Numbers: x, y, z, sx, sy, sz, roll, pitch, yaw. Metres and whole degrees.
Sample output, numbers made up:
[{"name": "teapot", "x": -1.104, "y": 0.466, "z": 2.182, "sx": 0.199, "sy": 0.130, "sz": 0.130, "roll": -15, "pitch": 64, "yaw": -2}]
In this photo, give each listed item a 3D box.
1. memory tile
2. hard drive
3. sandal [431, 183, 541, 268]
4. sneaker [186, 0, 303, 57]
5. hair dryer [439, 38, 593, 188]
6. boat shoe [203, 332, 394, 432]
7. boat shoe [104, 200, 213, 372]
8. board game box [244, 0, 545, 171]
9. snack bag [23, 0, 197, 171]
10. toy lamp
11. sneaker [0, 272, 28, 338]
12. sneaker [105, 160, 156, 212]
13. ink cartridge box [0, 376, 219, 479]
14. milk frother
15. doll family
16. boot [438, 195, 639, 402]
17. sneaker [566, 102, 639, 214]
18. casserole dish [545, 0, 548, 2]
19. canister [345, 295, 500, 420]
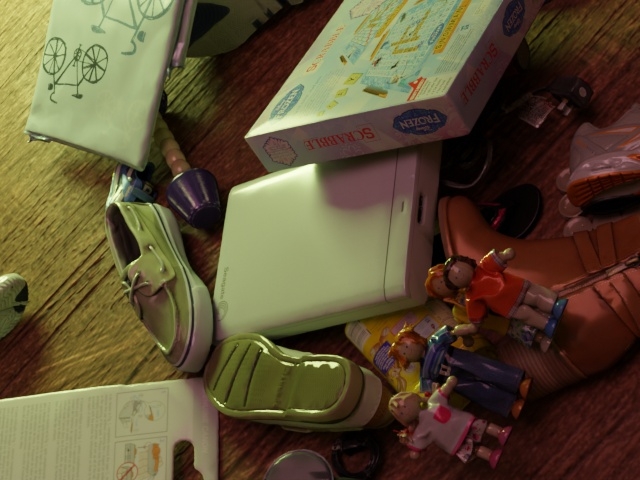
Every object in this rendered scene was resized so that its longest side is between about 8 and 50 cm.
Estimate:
[{"name": "memory tile", "x": 0.343, "y": -0.036, "z": 1.652, "sx": 0.113, "sy": 0.012, "sz": 0.148, "roll": -17, "pitch": 57, "yaw": 22}, {"name": "hard drive", "x": 0.000, "y": 0.000, "z": 1.748, "sx": 0.353, "sy": 0.047, "sz": 0.233, "roll": -17, "pitch": 57, "yaw": 44}, {"name": "sandal", "x": 0.196, "y": -0.014, "z": 1.711, "sx": 0.179, "sy": 0.040, "sz": 0.067, "roll": -30, "pitch": 52, "yaw": 13}, {"name": "sneaker", "x": -0.119, "y": -0.415, "z": 2.095, "sx": 0.316, "sy": 0.127, "sz": 0.182, "roll": -24, "pitch": 46, "yaw": 16}, {"name": "hair dryer", "x": 0.183, "y": -0.193, "z": 1.763, "sx": 0.224, "sy": 0.080, "sz": 0.293, "roll": -34, "pitch": 34, "yaw": -12}, {"name": "boat shoe", "x": -0.031, "y": 0.188, "z": 1.693, "sx": 0.302, "sy": 0.103, "sz": 0.113, "roll": 8, "pitch": 72, "yaw": 52}, {"name": "boat shoe", "x": -0.228, "y": 0.061, "z": 1.873, "sx": 0.109, "sy": 0.094, "sz": 0.302, "roll": -59, "pitch": 38, "yaw": 29}, {"name": "board game box", "x": 0.103, "y": -0.230, "z": 1.747, "sx": 0.318, "sy": 0.066, "sz": 0.318, "roll": -7, "pitch": 38, "yaw": 41}, {"name": "snack bag", "x": -0.312, "y": -0.287, "z": 2.057, "sx": 0.323, "sy": 0.037, "sz": 0.342, "roll": 17, "pitch": 96, "yaw": 42}, {"name": "toy lamp", "x": -0.213, "y": -0.121, "z": 2.001, "sx": 0.080, "sy": 0.080, "sz": 0.274, "roll": -37, "pitch": 48, "yaw": 8}, {"name": "sneaker", "x": -0.554, "y": 0.109, "z": 2.061, "sx": 0.235, "sy": 0.094, "sz": 0.153, "roll": -51, "pitch": 58, "yaw": 10}, {"name": "sneaker", "x": -0.277, "y": -0.060, "z": 2.018, "sx": 0.059, "sy": 0.053, "sz": 0.144, "roll": -11, "pitch": 59, "yaw": 24}, {"name": "ink cartridge box", "x": -0.311, "y": 0.350, "z": 1.807, "sx": 0.385, "sy": 0.091, "sz": 0.308, "roll": -8, "pitch": 58, "yaw": 8}, {"name": "milk frother", "x": 0.007, "y": 0.273, "z": 1.597, "sx": 0.129, "sy": 0.134, "sz": 0.143, "roll": -16, "pitch": 57, "yaw": 6}, {"name": "doll family", "x": 0.165, "y": 0.119, "z": 1.529, "sx": 0.163, "sy": 0.118, "sz": 0.263, "roll": 24, "pitch": 105, "yaw": 12}, {"name": "boot", "x": 0.273, "y": 0.021, "z": 1.586, "sx": 0.220, "sy": 0.109, "sz": 0.283, "roll": -34, "pitch": 57, "yaw": 18}, {"name": "sneaker", "x": 0.412, "y": -0.120, "z": 1.599, "sx": 0.263, "sy": 0.099, "sz": 0.121, "roll": -11, "pitch": 54, "yaw": 17}, {"name": "casserole dish", "x": 0.315, "y": -0.390, "z": 1.859, "sx": 0.188, "sy": 0.037, "sz": 0.114, "roll": -32, "pitch": 51, "yaw": 13}, {"name": "canister", "x": 0.120, "y": 0.127, "z": 1.656, "sx": 0.126, "sy": 0.073, "sz": 0.170, "roll": -46, "pitch": 49, "yaw": 3}]
